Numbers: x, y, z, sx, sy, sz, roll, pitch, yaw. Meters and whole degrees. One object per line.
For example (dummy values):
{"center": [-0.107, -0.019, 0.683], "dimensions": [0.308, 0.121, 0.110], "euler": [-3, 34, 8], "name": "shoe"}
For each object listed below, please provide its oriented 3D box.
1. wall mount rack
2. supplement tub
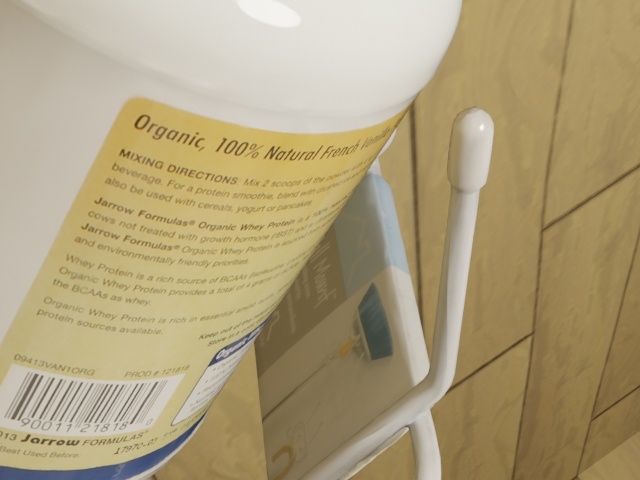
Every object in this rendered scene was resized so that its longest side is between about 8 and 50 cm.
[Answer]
{"center": [0.000, 0.000, 0.729], "dimensions": [0.130, 0.350, 0.304], "euler": [30, 121, -30], "name": "wall mount rack"}
{"center": [-0.087, -0.071, 0.530], "dimensions": [0.228, 0.228, 0.316], "euler": [-9, 142, -46], "name": "supplement tub"}
